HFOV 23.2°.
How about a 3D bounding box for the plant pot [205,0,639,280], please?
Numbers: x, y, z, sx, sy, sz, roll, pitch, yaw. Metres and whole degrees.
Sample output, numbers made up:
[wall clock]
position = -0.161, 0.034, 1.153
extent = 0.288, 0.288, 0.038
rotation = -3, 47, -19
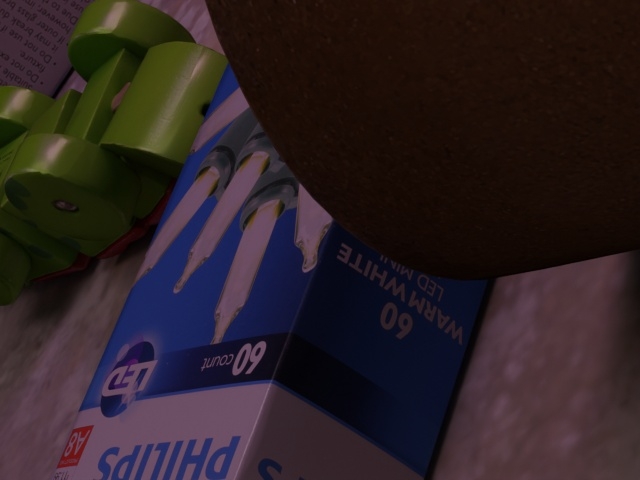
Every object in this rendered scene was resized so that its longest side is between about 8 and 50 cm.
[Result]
[plant pot]
position = 0.136, -0.114, 0.387
extent = 0.254, 0.237, 0.237
rotation = -4, 54, 40

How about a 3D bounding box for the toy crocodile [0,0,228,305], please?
[toy crocodile]
position = -0.132, -0.032, 0.849
extent = 0.340, 0.105, 0.115
rotation = -24, 40, 53

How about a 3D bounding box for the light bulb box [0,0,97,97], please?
[light bulb box]
position = -0.311, -0.235, 1.216
extent = 0.361, 0.225, 0.358
rotation = -56, 27, 0

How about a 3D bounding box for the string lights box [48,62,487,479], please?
[string lights box]
position = 0.000, 0.000, 0.604
extent = 0.133, 0.077, 0.259
rotation = -15, 47, 50
